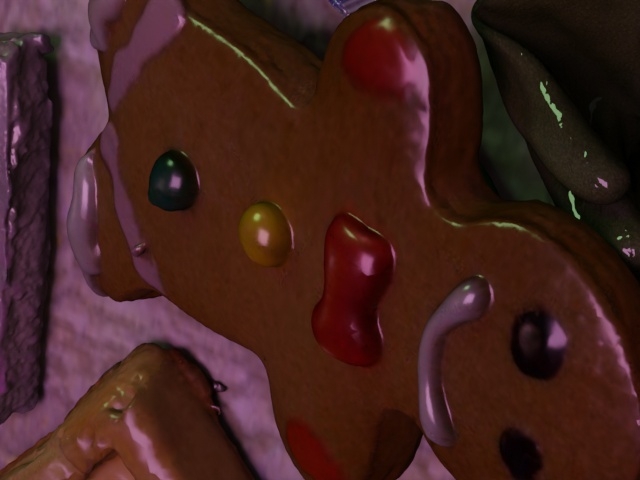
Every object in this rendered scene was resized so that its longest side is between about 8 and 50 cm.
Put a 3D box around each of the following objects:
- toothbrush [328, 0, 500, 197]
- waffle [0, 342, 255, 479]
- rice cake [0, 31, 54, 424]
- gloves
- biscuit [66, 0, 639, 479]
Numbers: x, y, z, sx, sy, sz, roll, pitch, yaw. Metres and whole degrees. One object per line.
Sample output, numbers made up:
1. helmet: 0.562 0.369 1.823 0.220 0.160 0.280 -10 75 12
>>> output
1. toothbrush: 0.093 -0.011 0.927 0.030 0.030 0.304 -30 92 34
2. waffle: -0.108 0.276 1.109 0.304 0.077 0.348 -37 86 33
3. rice cake: -0.202 -0.005 1.086 0.055 0.049 0.270 27 120 36
4. gloves: 0.140 -0.092 0.821 0.135 0.107 0.268 -5 85 -4
5. biscuit: -0.001 0.001 0.870 0.432 0.064 0.283 37 130 38
